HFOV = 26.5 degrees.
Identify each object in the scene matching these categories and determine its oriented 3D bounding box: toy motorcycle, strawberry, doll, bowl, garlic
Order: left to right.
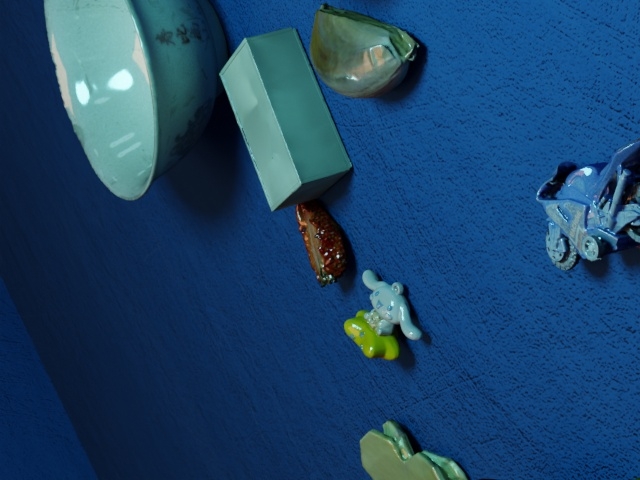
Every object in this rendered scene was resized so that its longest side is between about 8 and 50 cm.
[{"bbox_3d":[-0.272,-0.295,2.171,0.435,0.196,0.435,40,139,46],"label":"bowl"},{"bbox_3d":[0.003,-0.001,1.994,0.104,0.048,0.152,106,153,-59],"label":"strawberry"},{"bbox_3d":[0.049,-0.231,1.719,0.195,0.087,0.101,37,125,53],"label":"garlic"},{"bbox_3d":[0.096,0.109,1.876,0.135,0.071,0.113,21,107,50],"label":"doll"},{"bbox_3d":[0.286,-0.036,1.396,0.205,0.076,0.114,-27,75,63],"label":"toy motorcycle"}]

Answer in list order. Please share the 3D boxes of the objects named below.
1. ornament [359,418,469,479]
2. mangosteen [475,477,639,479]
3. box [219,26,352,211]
[{"bbox_3d":[0.141,0.362,1.943,0.201,0.059,0.180,27,132,53],"label":"ornament"},{"bbox_3d":[0.244,0.380,1.520,0.306,0.306,0.360,36,105,50],"label":"mangosteen"},{"bbox_3d":[-0.053,-0.173,1.946,0.225,0.086,0.129,68,155,8],"label":"box"}]
